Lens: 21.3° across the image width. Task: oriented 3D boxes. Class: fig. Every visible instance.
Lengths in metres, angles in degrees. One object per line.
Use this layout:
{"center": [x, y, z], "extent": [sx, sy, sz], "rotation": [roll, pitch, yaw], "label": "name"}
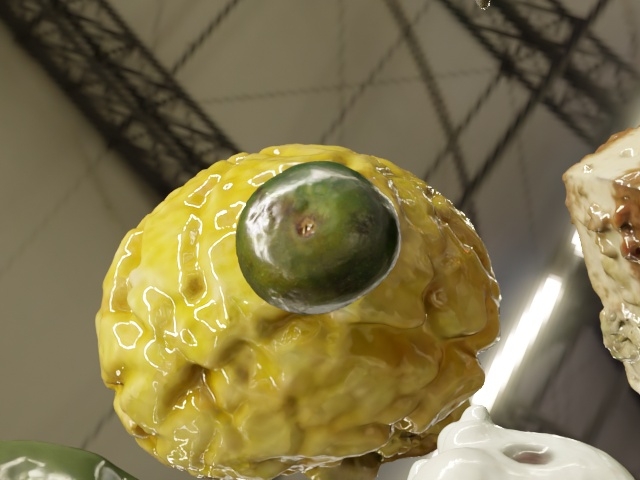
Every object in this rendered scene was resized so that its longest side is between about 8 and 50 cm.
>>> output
{"center": [0.000, 0.000, 1.219], "extent": [0.177, 0.117, 0.117], "rotation": [10, -80, -84], "label": "fig"}

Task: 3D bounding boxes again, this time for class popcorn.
{"center": [-0.021, 0.061, 1.668], "extent": [0.354, 0.390, 0.344], "rotation": [124, 145, -49], "label": "popcorn"}

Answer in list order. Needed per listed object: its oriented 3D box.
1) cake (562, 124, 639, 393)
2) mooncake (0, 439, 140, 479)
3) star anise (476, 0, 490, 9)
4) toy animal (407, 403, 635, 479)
{"center": [0.387, 0.019, 1.401], "extent": [0.282, 0.290, 0.255], "rotation": [-31, -66, -28], "label": "cake"}
{"center": [-0.232, 0.297, 1.095], "extent": [0.351, 0.187, 0.351], "rotation": [-8, -56, -12], "label": "mooncake"}
{"center": [0.142, -0.399, 1.745], "extent": [0.117, 0.332, 0.331], "rotation": [167, 126, -84], "label": "star anise"}
{"center": [0.053, 0.226, 0.933], "extent": [0.289, 0.174, 0.249], "rotation": [-41, -7, 18], "label": "toy animal"}
